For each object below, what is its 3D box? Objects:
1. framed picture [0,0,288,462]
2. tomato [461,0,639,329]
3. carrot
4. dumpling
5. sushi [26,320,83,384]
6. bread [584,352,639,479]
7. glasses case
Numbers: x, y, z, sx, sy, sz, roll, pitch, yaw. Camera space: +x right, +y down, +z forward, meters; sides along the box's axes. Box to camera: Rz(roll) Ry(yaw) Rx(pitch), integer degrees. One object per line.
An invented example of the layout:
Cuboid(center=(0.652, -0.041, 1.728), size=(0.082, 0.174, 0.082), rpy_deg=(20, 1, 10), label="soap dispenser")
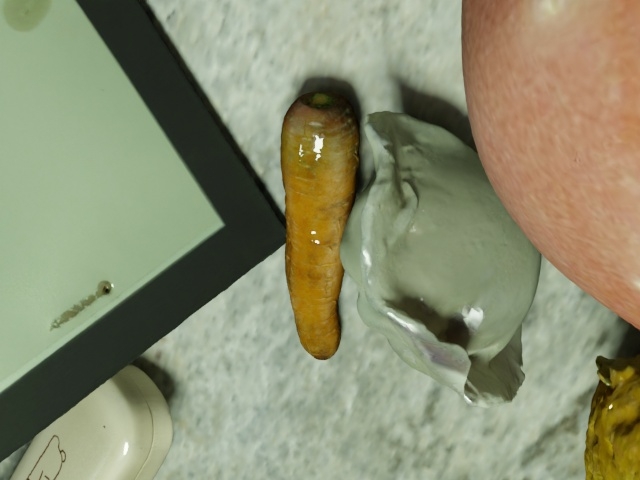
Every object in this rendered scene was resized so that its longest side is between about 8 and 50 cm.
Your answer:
Cuboid(center=(-0.203, -0.061, 0.711), size=(0.265, 0.016, 0.347), rpy_deg=(-39, 111, -16), label="framed picture")
Cuboid(center=(0.191, -0.082, 0.525), size=(0.272, 0.341, 0.341), rpy_deg=(-23, 113, 40), label="tomato")
Cuboid(center=(0.000, 0.000, 0.784), size=(0.047, 0.047, 0.191), rpy_deg=(7, 123, 10), label="carrot")
Cuboid(center=(0.062, 0.019, 0.729), size=(0.108, 0.127, 0.188), rpy_deg=(-11, 122, 34), label="dumpling")
Cuboid(center=(-0.232, 0.069, 0.834), size=(0.225, 0.124, 0.127), rpy_deg=(-34, 109, 28), label="sushi")
Cuboid(center=(0.232, 0.171, 0.724), size=(0.139, 0.240, 0.240), rpy_deg=(-13, 118, -4), label="bread")
Cuboid(center=(-0.168, 0.170, 0.890), size=(0.083, 0.050, 0.196), rpy_deg=(48, 117, 36), label="glasses case")
